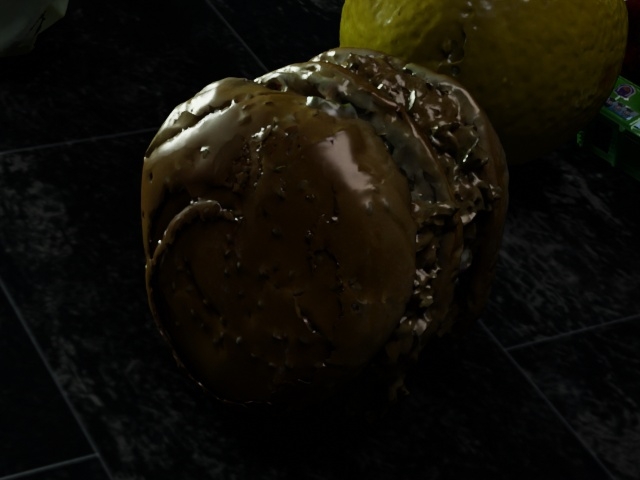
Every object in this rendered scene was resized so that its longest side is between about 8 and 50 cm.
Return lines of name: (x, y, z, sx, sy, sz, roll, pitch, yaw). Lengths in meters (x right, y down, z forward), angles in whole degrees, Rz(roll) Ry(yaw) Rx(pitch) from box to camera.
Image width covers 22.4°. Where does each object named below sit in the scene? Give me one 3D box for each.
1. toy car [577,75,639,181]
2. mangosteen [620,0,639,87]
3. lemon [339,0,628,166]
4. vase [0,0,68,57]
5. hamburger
toy car: (0.277, -0.103, 1.451, 0.165, 0.071, 0.062, 36, 57, 27)
mangosteen: (0.314, -0.208, 1.507, 0.199, 0.200, 0.200, 8, 37, -6)
lemon: (0.145, -0.175, 1.373, 0.253, 0.228, 0.228, -10, 43, -20)
vase: (-0.321, -0.300, 1.467, 0.165, 0.165, 0.360, 0, 35, -17)
hamburger: (0.010, -0.004, 1.123, 0.211, 0.245, 0.261, -16, 84, -45)
